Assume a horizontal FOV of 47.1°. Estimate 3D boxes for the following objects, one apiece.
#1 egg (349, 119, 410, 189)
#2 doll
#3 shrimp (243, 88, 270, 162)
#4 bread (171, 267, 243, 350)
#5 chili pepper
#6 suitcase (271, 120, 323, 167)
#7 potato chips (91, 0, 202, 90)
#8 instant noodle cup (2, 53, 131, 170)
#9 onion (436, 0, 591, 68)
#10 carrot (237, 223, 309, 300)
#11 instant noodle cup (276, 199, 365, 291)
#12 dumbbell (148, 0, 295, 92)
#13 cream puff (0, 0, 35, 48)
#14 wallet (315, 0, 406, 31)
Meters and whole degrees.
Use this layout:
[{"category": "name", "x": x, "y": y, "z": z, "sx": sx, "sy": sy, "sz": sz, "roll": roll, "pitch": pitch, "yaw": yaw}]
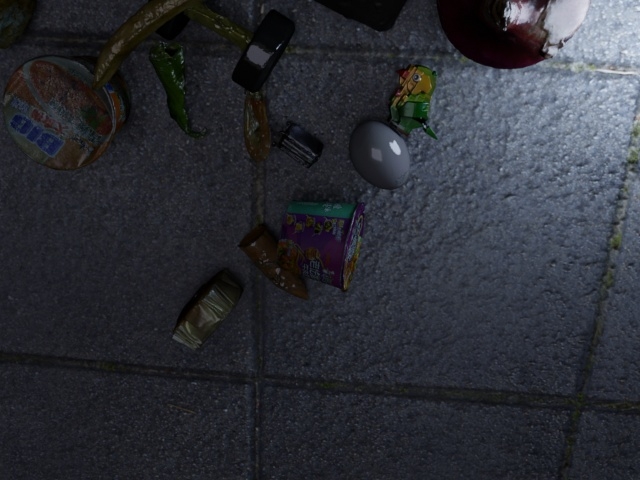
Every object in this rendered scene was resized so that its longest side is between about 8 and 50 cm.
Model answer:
[{"category": "egg", "x": 0.156, "y": -0.221, "z": 1.916, "sx": 0.146, "sy": 0.146, "sz": 0.199, "roll": -25, "pitch": 114, "yaw": 14}, {"category": "doll", "x": 0.242, "y": -0.355, "z": 1.877, "sx": 0.134, "sy": 0.106, "sz": 0.186, "roll": 3, "pitch": 112, "yaw": -2}, {"category": "shrimp", "x": -0.164, "y": -0.314, "z": 1.937, "sx": 0.115, "sy": 0.051, "sz": 0.217, "roll": 11, "pitch": 107, "yaw": 45}, {"category": "bread", "x": -0.323, "y": 0.196, "z": 2.102, "sx": 0.110, "sy": 0.192, "sz": 0.210, "roll": 39, "pitch": 111, "yaw": -8}, {"category": "chili pepper", "x": -0.357, "y": -0.373, "z": 1.857, "sx": 0.085, "sy": 0.359, "sz": 0.076, "roll": -23, "pitch": 67, "yaw": -8}, {"category": "suitcase", "x": -0.057, "y": -0.254, "z": 1.956, "sx": 0.126, "sy": 0.086, "sz": 0.059, "roll": 35, "pitch": 126, "yaw": -9}, {"category": "potato chips", "x": -0.397, "y": -0.488, "z": 1.687, "sx": 0.407, "sy": 0.057, "sz": 0.080, "roll": -33, "pitch": 98, "yaw": 15}, {"category": "instant noodle cup", "x": -0.635, "y": -0.348, "z": 1.900, "sx": 0.296, "sy": 0.214, "sz": 0.296, "roll": 2, "pitch": 111, "yaw": 4}, {"category": "onion", "x": 0.421, "y": -0.539, "z": 1.643, "sx": 0.347, "sy": 0.385, "sz": 0.348, "roll": 9, "pitch": 117, "yaw": 19}, {"category": "carrot", "x": -0.117, "y": 0.076, "z": 2.093, "sx": 0.102, "sy": 0.102, "sz": 0.263, "roll": -36, "pitch": 108, "yaw": 17}, {"category": "instant noodle cup", "x": 0.000, "y": 0.000, "z": 1.981, "sx": 0.190, "sy": 0.251, "sz": 0.251, "roll": 11, "pitch": 113, "yaw": 11}, {"category": "dumbbell", "x": -0.244, "y": -0.528, "z": 1.799, "sx": 0.322, "sy": 0.204, "sz": 0.204, "roll": 31, "pitch": 111, "yaw": -7}, {"category": "cream puff", "x": -0.829, "y": -0.600, "z": 1.851, "sx": 0.194, "sy": 0.195, "sz": 0.221, "roll": 30, "pitch": 123, "yaw": -7}, {"category": "wallet", "x": 0.048, "y": -0.659, "z": 1.787, "sx": 0.377, "sy": 0.051, "sz": 0.197, "roll": 26, "pitch": 126, "yaw": -6}]
